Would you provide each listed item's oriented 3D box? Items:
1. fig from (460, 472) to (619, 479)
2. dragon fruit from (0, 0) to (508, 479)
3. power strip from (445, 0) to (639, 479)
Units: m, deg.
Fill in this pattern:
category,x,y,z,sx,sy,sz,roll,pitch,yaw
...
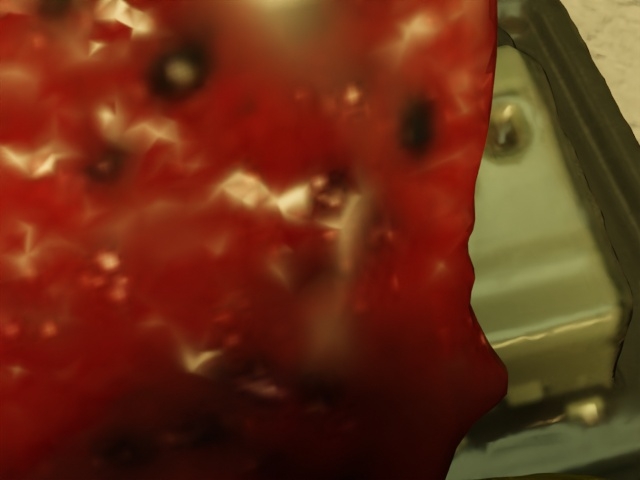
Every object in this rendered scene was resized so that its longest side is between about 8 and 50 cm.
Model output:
category,x,y,z,sx,sy,sz,roll,pitch,yaw
fig,0.020,0.198,0.348,0.326,0.258,0.258,-50,62,10
dragon fruit,-0.130,0.043,0.475,0.240,0.330,0.302,-4,16,-38
power strip,0.000,0.000,0.631,0.257,0.092,0.251,-13,57,-10
